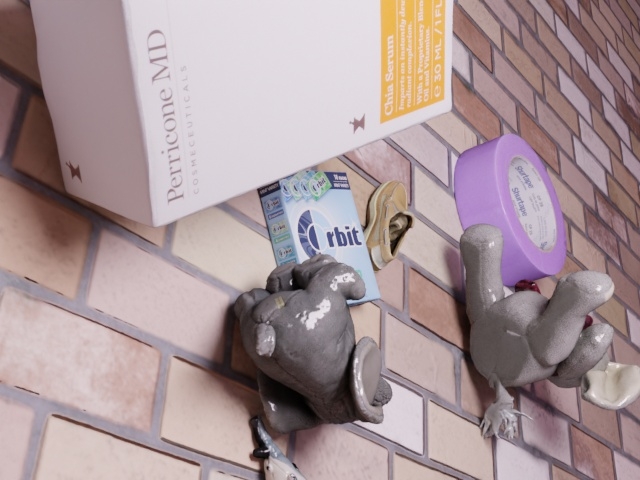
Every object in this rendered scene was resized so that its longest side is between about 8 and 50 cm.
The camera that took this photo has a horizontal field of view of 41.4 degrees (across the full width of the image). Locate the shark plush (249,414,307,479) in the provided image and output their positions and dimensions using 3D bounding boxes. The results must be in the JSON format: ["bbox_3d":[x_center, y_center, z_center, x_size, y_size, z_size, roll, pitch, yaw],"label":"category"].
[{"bbox_3d":[-0.039,0.274,0.948,0.161,0.073,0.067,47,16,3],"label":"shark plush"}]

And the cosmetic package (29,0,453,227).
[{"bbox_3d":[-0.051,-0.203,0.887,0.453,0.161,0.230,-26,124,-40],"label":"cosmetic package"}]

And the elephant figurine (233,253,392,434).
[{"bbox_3d":[0.012,0.149,0.957,0.186,0.169,0.240,-33,110,-24],"label":"elephant figurine"}]

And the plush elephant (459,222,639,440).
[{"bbox_3d":[0.381,0.152,1.373,0.255,0.271,0.330,-3,105,-40],"label":"plush elephant"}]

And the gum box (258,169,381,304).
[{"bbox_3d":[0.000,0.000,1.117,0.157,0.041,0.185,-3,75,-53],"label":"gum box"}]

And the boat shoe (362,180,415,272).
[{"bbox_3d":[0.109,-0.026,1.249,0.068,0.072,0.190,48,40,-27],"label":"boat shoe"}]

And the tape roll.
[{"bbox_3d":[0.359,-0.057,1.586,0.274,0.090,0.275,27,53,-43],"label":"tape roll"}]
